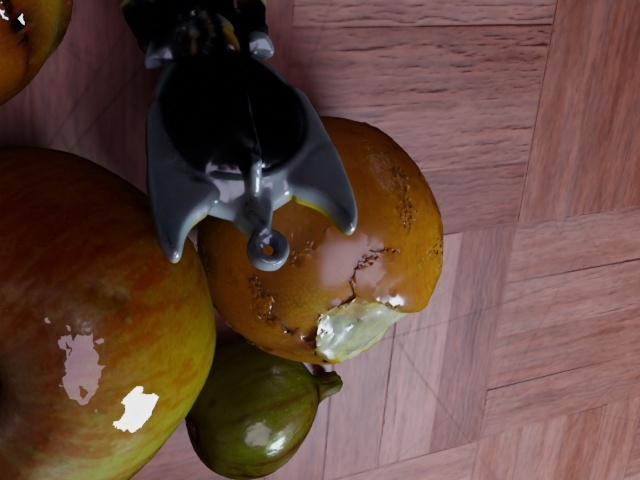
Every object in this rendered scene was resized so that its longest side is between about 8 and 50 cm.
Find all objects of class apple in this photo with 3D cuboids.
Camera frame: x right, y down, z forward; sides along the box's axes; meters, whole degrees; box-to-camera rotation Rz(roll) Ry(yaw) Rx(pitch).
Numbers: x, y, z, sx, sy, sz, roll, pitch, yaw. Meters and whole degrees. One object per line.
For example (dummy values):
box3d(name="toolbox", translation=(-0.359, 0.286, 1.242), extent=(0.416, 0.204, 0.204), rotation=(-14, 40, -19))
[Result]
box3d(name="apple", translation=(-0.227, 0.066, 0.711), extent=(0.301, 0.301, 0.301), rotation=(-12, 118, -24))

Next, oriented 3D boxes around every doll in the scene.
box3d(name="doll", translation=(-0.085, -0.118, 0.699), extent=(0.145, 0.316, 0.103), rotation=(2, 153, -43))

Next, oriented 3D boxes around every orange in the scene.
box3d(name="orange", translation=(0.000, 0.000, 0.825), extent=(0.240, 0.240, 0.240), rotation=(-12, 118, -24))

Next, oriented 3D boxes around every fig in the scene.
box3d(name="fig", translation=(-0.054, 0.183, 0.940), extent=(0.186, 0.142, 0.148), rotation=(-6, 143, -13))

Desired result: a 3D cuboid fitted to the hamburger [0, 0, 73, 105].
box3d(name="hamburger", translation=(-0.289, -0.180, 0.608), extent=(0.237, 0.147, 0.237), rotation=(-12, 148, -7))
